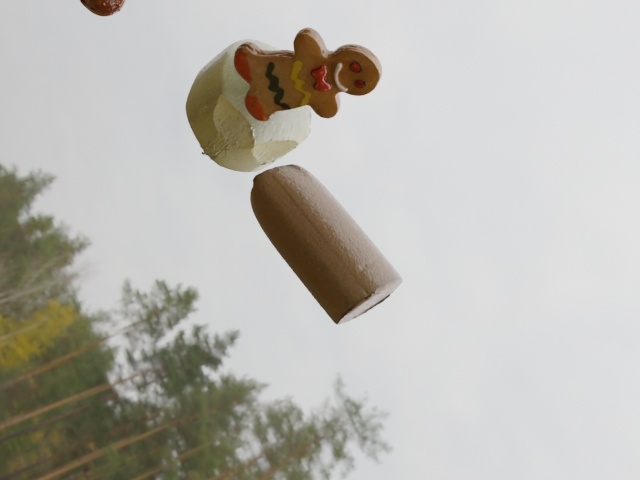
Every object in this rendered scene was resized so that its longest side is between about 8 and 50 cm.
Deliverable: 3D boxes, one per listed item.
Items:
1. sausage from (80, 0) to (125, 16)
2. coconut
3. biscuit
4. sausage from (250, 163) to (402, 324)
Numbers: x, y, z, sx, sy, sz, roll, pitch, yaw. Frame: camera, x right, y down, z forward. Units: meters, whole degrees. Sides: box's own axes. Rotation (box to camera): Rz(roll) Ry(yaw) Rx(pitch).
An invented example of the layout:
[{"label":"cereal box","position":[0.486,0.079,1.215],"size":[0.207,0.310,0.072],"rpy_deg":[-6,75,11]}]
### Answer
[{"label":"sausage","position":[-0.375,-0.462,1.684],"size":[0.089,0.089,0.179],"rpy_deg":[56,-30,30]},{"label":"coconut","position":[-0.132,-0.264,1.926],"size":[0.247,0.245,0.245],"rpy_deg":[-24,-93,52]},{"label":"biscuit","position":[-0.021,-0.269,1.605],"size":[0.036,0.250,0.165],"rpy_deg":[-70,151,-46]},{"label":"sausage","position":[0.000,0.000,1.467],"size":[0.253,0.123,0.123],"rpy_deg":[52,-25,13]}]
